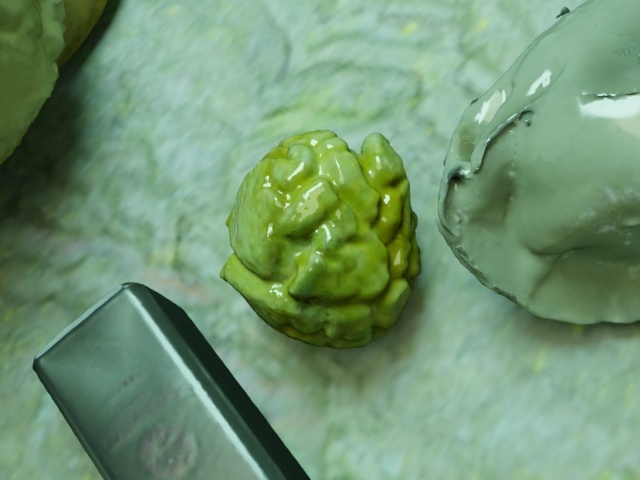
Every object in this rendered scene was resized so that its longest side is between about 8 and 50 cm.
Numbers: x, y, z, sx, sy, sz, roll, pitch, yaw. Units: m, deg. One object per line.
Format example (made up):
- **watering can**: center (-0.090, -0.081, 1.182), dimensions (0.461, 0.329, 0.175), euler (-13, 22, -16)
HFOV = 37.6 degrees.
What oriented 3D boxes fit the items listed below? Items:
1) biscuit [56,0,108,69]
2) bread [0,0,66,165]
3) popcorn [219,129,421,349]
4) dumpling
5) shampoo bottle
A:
- **biscuit**: center (-0.312, -0.178, 0.676), dimensions (0.344, 0.057, 0.287), euler (-37, 69, 0)
- **bread**: center (-0.381, -0.149, 0.501), dimensions (0.390, 0.279, 0.371), euler (-38, 72, -2)
- **popcorn**: center (0.000, 0.000, 0.527), dimensions (0.106, 0.121, 0.116), euler (-5, 38, 50)
- **dumpling**: center (0.180, -0.047, 0.495), dimensions (0.247, 0.142, 0.172), euler (-36, 103, -6)
- **shampoo bottle**: center (-0.052, 0.138, 0.502), dimensions (0.080, 0.079, 0.246), euler (-40, 69, -1)
